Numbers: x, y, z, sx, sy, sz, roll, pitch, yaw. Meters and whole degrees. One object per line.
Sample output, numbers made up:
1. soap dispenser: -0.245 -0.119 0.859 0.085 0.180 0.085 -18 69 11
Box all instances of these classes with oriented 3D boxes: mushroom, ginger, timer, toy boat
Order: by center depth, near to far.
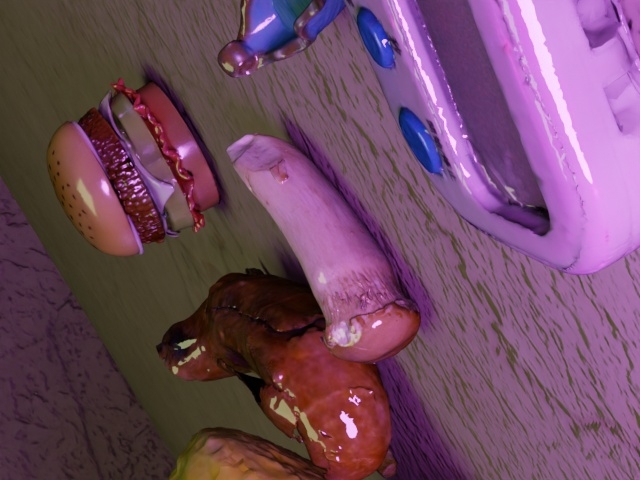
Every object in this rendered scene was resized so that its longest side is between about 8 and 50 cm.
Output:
1. timer: 0.075 -0.090 0.782 0.191 0.069 0.208 33 149 63
2. toy boat: -0.026 -0.154 1.003 0.075 0.077 0.185 56 166 14
3. mushroom: 0.000 0.000 1.274 0.209 0.071 0.084 57 -164 25
4. ginger: -0.035 0.097 1.500 0.309 0.107 0.133 33 120 58

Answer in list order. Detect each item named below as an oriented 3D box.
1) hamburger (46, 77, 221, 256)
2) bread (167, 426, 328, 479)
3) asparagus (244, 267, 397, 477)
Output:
1. hamburger: -0.188 -0.064 1.688 0.175 0.137 0.175 58 170 17
2. bread: -0.029 0.356 1.498 0.348 0.307 0.348 33 178 1
3. asparagus: -0.002 0.119 1.630 0.025 0.024 0.248 -51 61 30
